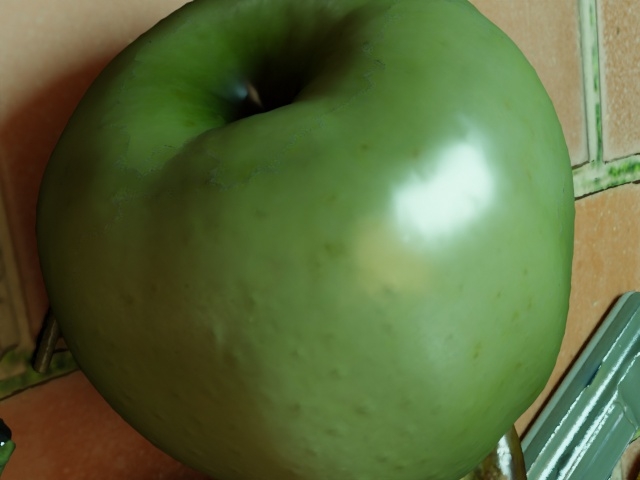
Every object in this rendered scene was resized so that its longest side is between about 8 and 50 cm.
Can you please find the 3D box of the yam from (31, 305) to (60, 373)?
[{"bbox_3d":[-0.191,0.046,0.669,0.014,0.014,0.107,18,86,-37],"label":"yam"}]

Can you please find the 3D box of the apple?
[{"bbox_3d":[0.000,0.000,0.612,0.357,0.357,0.357,-7,101,-36],"label":"apple"}]

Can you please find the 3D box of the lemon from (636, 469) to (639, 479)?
[{"bbox_3d":[0.446,0.314,1.125,0.114,0.114,0.155,6,93,-37],"label":"lemon"}]

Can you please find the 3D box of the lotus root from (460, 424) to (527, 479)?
[{"bbox_3d":[0.091,0.280,0.830,0.193,0.193,0.290,11,88,-37],"label":"lotus root"}]

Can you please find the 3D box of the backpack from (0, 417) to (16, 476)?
[{"bbox_3d":[-0.291,0.090,0.493,0.253,0.207,0.140,44,59,-40],"label":"backpack"}]

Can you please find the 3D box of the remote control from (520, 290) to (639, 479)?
[{"bbox_3d":[0.309,0.213,1.037,0.335,0.066,0.128,-50,120,-20],"label":"remote control"}]
